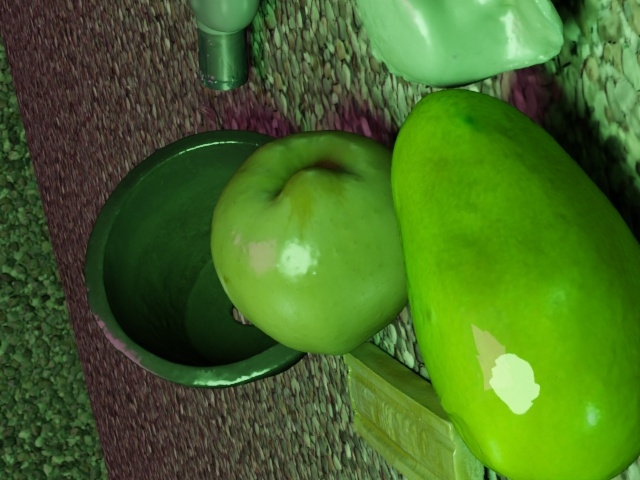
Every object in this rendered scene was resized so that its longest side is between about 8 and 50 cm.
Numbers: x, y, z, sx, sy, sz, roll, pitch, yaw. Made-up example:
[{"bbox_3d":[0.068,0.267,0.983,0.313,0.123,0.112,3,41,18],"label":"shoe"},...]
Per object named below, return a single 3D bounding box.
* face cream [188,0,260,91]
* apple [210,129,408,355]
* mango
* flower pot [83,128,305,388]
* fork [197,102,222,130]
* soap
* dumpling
[{"bbox_3d":[-0.102,-0.288,1.582,0.144,0.071,0.291,-125,28,-50],"label":"face cream"},{"bbox_3d":[0.000,0.000,1.322,0.200,0.200,0.200,166,90,-72],"label":"apple"},{"bbox_3d":[0.130,0.036,1.012,0.185,0.149,0.273,84,168,-51],"label":"mango"},{"bbox_3d":[-0.087,0.041,1.565,0.166,0.269,0.269,69,179,-66],"label":"flower pot"},{"bbox_3d":[-0.116,-0.126,1.846,0.115,0.012,0.016,54,156,40],"label":"fork"},{"bbox_3d":[0.083,0.168,1.424,0.252,0.037,0.092,-152,52,-67],"label":"soap"},{"bbox_3d":[0.069,-0.165,1.042,0.153,0.108,0.219,36,169,-37],"label":"dumpling"}]
